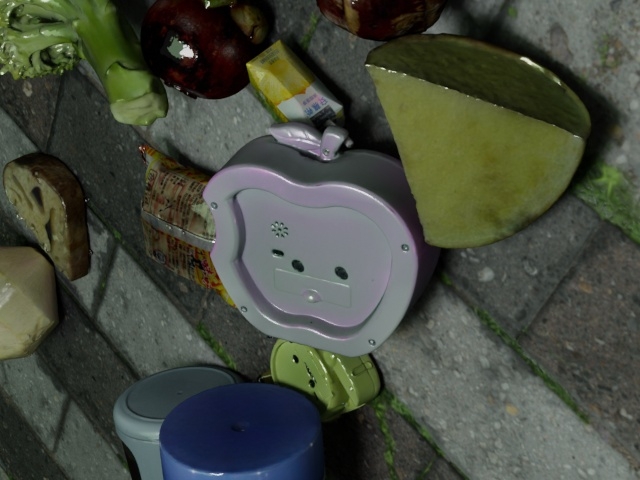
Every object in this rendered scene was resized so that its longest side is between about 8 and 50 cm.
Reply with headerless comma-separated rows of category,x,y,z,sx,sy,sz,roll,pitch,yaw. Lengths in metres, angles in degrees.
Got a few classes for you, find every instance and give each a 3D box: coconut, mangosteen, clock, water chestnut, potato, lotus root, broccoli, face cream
coconut,-0.661,0.120,2.203,0.259,0.259,0.259,21,121,39
mangosteen,-0.165,-0.306,1.546,0.199,0.199,0.200,21,121,39
clock,0.000,0.000,1.468,0.338,0.102,0.339,14,126,21
water chestnut,0.087,-0.343,1.242,0.223,0.238,0.224,167,90,-83
potato,0.175,-0.109,1.297,0.269,0.112,0.255,22,139,10
lotus root,-0.529,-0.067,2.087,0.261,0.074,0.170,49,133,18
clock,-0.014,0.213,1.677,0.170,0.069,0.232,58,138,10
broccoli,-0.397,-0.340,1.716,0.397,0.274,0.353,61,167,-5
face cream,-0.113,0.374,1.618,0.249,0.249,0.225,16,121,41

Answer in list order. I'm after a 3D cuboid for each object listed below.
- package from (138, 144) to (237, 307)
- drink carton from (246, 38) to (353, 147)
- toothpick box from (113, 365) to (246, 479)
package,-0.207,-0.017,1.750,0.288,0.108,0.223,26,126,33
drink carton,-0.017,-0.189,1.494,0.200,0.084,0.074,50,167,19
toothpick box,-0.208,0.423,1.862,0.263,0.263,0.355,13,117,42
